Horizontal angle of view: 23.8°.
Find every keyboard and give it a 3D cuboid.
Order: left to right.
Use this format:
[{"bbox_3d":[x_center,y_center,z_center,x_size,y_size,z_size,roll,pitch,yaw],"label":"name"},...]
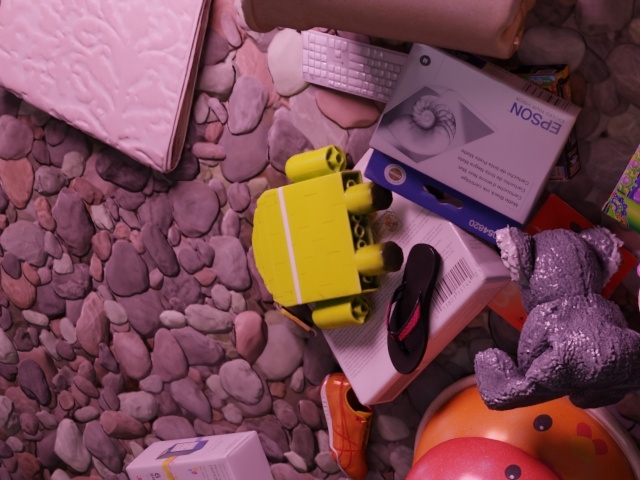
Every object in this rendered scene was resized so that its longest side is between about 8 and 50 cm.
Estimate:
[{"bbox_3d":[0.070,-0.218,1.971,0.256,0.014,0.072,20,124,38],"label":"keyboard"}]

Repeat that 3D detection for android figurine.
[{"bbox_3d":[0.000,0.000,2.080,0.273,0.056,0.248,-15,85,48],"label":"android figurine"}]

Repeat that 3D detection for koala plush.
[{"bbox_3d":[0.303,0.084,1.866,0.203,0.196,0.221,137,131,-64],"label":"koala plush"}]

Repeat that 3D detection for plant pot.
[{"bbox_3d":[0.111,-0.359,1.756,0.305,0.334,0.334,18,121,10],"label":"plant pot"}]

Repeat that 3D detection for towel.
[{"bbox_3d":[-0.317,-0.297,2.181,0.332,0.053,0.317,28,123,17],"label":"towel"}]

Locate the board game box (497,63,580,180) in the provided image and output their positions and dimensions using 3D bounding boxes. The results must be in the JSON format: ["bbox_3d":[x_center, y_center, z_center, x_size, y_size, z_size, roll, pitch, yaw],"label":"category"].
[{"bbox_3d":[0.235,-0.148,1.918,0.170,0.048,0.141,3,115,31],"label":"board game box"}]

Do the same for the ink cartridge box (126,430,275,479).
[{"bbox_3d":[-0.180,0.394,2.392,0.212,0.093,0.154,-10,107,36],"label":"ink cartridge box"}]

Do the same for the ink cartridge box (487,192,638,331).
[{"bbox_3d":[0.304,0.050,1.971,0.145,0.045,0.179,39,129,9],"label":"ink cartridge box"}]

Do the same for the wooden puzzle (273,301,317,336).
[{"bbox_3d":[-0.035,0.111,2.165,0.078,0.116,0.014,36,86,-12],"label":"wooden puzzle"}]

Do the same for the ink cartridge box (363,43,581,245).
[{"bbox_3d":[0.178,-0.115,1.887,0.223,0.045,0.224,27,121,9],"label":"ink cartridge box"}]

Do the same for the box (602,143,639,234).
[{"bbox_3d":[0.519,-0.099,1.687,0.279,0.177,0.290,34,124,14],"label":"box"}]

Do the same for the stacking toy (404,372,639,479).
[{"bbox_3d":[0.195,0.408,1.928,0.351,0.480,0.350,13,118,26],"label":"stacking toy"}]

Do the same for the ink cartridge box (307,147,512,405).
[{"bbox_3d":[0.095,0.038,2.078,0.296,0.066,0.261,-50,59,36],"label":"ink cartridge box"}]

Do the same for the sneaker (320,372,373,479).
[{"bbox_3d":[0.047,0.276,2.220,0.067,0.064,0.175,-5,112,22],"label":"sneaker"}]

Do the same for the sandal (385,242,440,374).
[{"bbox_3d":[0.112,0.090,1.989,0.067,0.040,0.179,24,111,42],"label":"sandal"}]

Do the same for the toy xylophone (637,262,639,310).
[{"bbox_3d":[0.505,0.121,1.773,0.323,0.236,0.081,28,85,18],"label":"toy xylophone"}]
